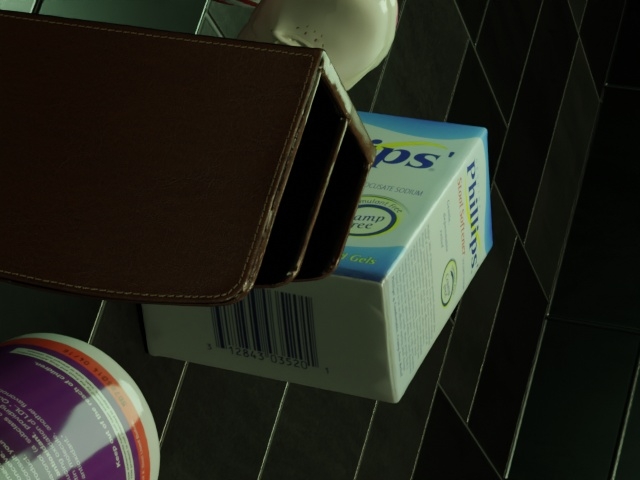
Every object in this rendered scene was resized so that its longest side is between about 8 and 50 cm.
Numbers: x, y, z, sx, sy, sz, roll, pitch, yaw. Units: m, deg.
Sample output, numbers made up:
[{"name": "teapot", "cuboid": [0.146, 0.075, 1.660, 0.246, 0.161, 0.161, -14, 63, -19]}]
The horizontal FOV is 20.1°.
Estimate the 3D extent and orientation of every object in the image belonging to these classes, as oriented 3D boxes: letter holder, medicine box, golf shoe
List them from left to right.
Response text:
[{"name": "letter holder", "cuboid": [-0.143, -0.032, 1.353, 0.152, 0.301, 0.214, 58, 46, -59]}, {"name": "golf shoe", "cuboid": [-0.035, -0.125, 1.475, 0.140, 0.115, 0.306, -59, -173, -32]}, {"name": "medicine box", "cuboid": [0.000, 0.000, 1.772, 0.289, 0.263, 0.149, -54, 146, -49]}]

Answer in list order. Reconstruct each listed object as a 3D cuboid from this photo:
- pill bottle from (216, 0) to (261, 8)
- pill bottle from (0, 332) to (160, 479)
[{"name": "pill bottle", "cuboid": [-0.081, -0.315, 1.498, 0.407, 0.229, 0.229, 1, 98, -69]}, {"name": "pill bottle", "cuboid": [-0.263, 0.194, 1.307, 0.323, 0.181, 0.182, -32, 127, -62]}]
